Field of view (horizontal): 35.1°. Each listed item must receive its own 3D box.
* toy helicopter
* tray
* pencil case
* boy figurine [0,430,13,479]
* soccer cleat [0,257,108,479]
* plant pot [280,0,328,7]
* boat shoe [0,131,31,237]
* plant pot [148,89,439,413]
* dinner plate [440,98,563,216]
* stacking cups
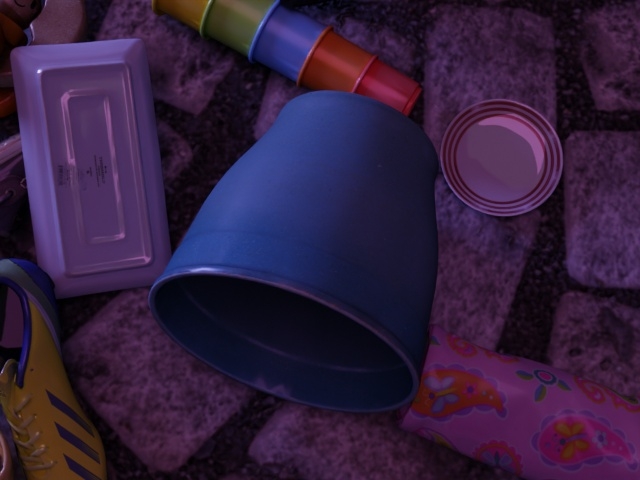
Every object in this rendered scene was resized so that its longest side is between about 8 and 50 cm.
[{"bbox_3d":[-0.390,-0.330,1.147,0.235,0.140,0.355,-37,77,-11],"label":"toy helicopter"},{"bbox_3d":[-0.240,-0.076,1.079,0.145,0.030,0.270,-8,97,-18],"label":"tray"},{"bbox_3d":[0.223,0.184,1.048,0.284,0.124,0.124,18,77,2],"label":"pencil case"},{"bbox_3d":[-0.407,0.152,0.978,0.177,0.092,0.285,-36,83,-32],"label":"boy figurine"},{"bbox_3d":[-0.293,0.160,1.017,0.093,0.121,0.289,-15,89,10],"label":"soccer cleat"},{"bbox_3d":[-0.009,-0.371,1.111,0.187,0.188,0.167,43,59,8],"label":"plant pot"},{"bbox_3d":[-0.366,-0.042,1.100,0.285,0.103,0.092,-35,104,-20],"label":"boat shoe"},{"bbox_3d":[0.000,0.000,1.024,0.272,0.271,0.255,18,62,3],"label":"plant pot"},{"bbox_3d":[0.207,-0.094,1.161,0.141,0.017,0.141,0,76,-1],"label":"dinner plate"},{"bbox_3d":[-0.037,-0.220,1.149,0.316,0.096,0.096,32,78,5],"label":"stacking cups"}]
